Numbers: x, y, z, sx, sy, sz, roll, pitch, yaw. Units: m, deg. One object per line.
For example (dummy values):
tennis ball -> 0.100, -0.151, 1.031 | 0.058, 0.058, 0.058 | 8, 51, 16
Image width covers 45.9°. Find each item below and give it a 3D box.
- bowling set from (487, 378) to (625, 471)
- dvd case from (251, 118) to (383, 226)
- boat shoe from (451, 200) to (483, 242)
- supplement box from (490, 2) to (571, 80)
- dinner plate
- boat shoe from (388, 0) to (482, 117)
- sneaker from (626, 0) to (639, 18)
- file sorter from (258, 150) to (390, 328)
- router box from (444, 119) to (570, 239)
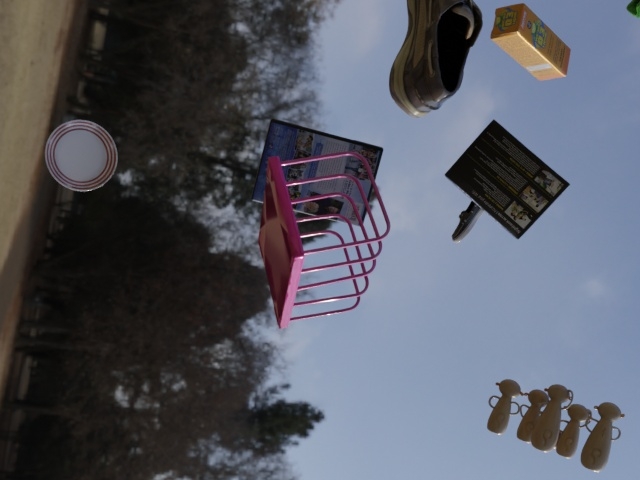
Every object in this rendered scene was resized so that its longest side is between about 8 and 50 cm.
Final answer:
bowling set -> 0.533, 0.407, 1.751 | 0.200, 0.286, 0.154 | 37, 73, -75
dvd case -> -0.007, -0.144, 1.629 | 0.022, 0.252, 0.181 | -115, -140, -79
boat shoe -> 0.356, -0.059, 1.817 | 0.142, 0.040, 0.049 | -54, -171, 9
supplement box -> 0.488, -0.455, 1.746 | 0.080, 0.233, 0.078 | 2, -104, 48
dinner plate -> -0.476, -0.169, 1.504 | 0.017, 0.141, 0.141 | 6, -93, 61
boat shoe -> 0.232, -0.389, 1.360 | 0.130, 0.132, 0.356 | -3, -109, 49
sneaker -> 0.560, -0.546, 1.294 | 0.134, 0.146, 0.344 | -97, 163, -73
file sorter -> 0.000, 0.000, 1.400 | 0.291, 0.182, 0.202 | 105, -27, -59
router box -> 0.332, -0.109, 1.354 | 0.133, 0.179, 0.046 | -48, 171, 8
